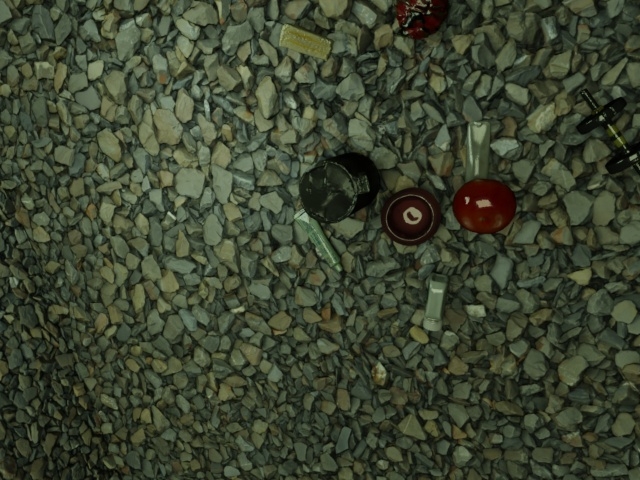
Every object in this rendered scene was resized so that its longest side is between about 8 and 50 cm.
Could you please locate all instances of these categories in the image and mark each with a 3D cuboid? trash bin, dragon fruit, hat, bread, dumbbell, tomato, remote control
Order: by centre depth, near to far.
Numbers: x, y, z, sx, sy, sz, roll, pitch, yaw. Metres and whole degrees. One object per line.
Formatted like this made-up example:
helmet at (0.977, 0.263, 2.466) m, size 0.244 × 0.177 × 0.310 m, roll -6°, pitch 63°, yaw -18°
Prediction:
dumbbell at (0.849, -0.301, 1.582) m, size 0.143 × 0.143 × 0.325 m, roll -36°, pitch 90°, yaw 23°
dragon fruit at (0.306, -0.709, 1.661) m, size 0.182 × 0.182 × 0.188 m, roll -3°, pitch 103°, yaw 20°
tomato at (0.515, -0.104, 1.733) m, size 0.195 × 0.136 × 0.195 m, roll 7°, pitch 131°, yaw 8°
remote control at (0.502, -0.265, 1.764) m, size 0.073 × 0.044 × 0.229 m, roll 5°, pitch 105°, yaw 21°
trash bin at (0.064, -0.175, 1.797) m, size 0.252 × 0.301 × 0.202 m, roll -16°, pitch 97°, yaw 21°
bread at (-0.046, -0.658, 1.828) m, size 0.152 × 0.105 × 0.077 m, roll 27°, pitch 116°, yaw 12°
hat at (0.304, -0.081, 1.852) m, size 0.206 × 0.089 × 0.205 m, roll 3°, pitch 103°, yaw 13°

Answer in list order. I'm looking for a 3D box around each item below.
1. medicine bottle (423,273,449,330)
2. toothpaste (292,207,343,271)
medicine bottle at (0.393, 0.212, 1.874) m, size 0.069 × 0.119 × 0.183 m, roll 8°, pitch 107°, yaw 14°
toothpaste at (-0.001, 0.001, 1.999) m, size 0.069 × 0.047 × 0.268 m, roll -37°, pitch 87°, yaw 41°
